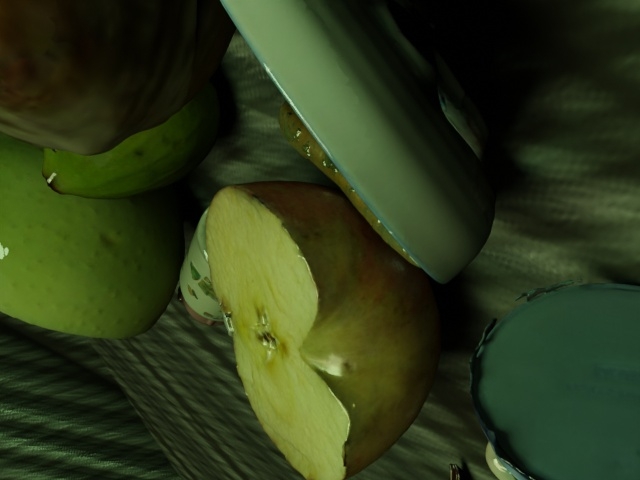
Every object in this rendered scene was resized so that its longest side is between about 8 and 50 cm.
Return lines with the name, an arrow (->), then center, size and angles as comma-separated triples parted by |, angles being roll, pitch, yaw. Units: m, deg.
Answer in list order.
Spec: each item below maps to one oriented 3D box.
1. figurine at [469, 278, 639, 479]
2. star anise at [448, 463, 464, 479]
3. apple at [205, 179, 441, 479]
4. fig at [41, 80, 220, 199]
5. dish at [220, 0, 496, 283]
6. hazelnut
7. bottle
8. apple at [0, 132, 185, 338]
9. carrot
figurine -> 0.216, 0.255, 0.536 | 0.277, 0.248, 0.387 | 9, 133, 24
star anise -> 0.170, 0.351, 0.886 | 0.140, 0.144, 0.158 | -44, 85, 16
apple -> 0.014, 0.071, 0.721 | 0.251, 0.163, 0.292 | 8, 112, 61
fig -> -0.234, -0.140, 0.836 | 0.203, 0.225, 0.203 | 46, 174, 7
dish -> 0.057, -0.117, 0.495 | 0.273, 0.134, 0.273 | 51, -168, -15
hazelnut -> -0.199, -0.247, 0.532 | 0.316, 0.372, 0.372 | -8, 115, 28
bottle -> -0.121, 0.041, 0.948 | 0.120, 0.120, 0.253 | 53, 153, 8
apple -> -0.376, -0.030, 1.011 | 0.360, 0.311, 0.320 | 24, 160, -32
carrot -> 0.024, -0.058, 0.637 | 0.254, 0.049, 0.049 | 54, 156, 41
